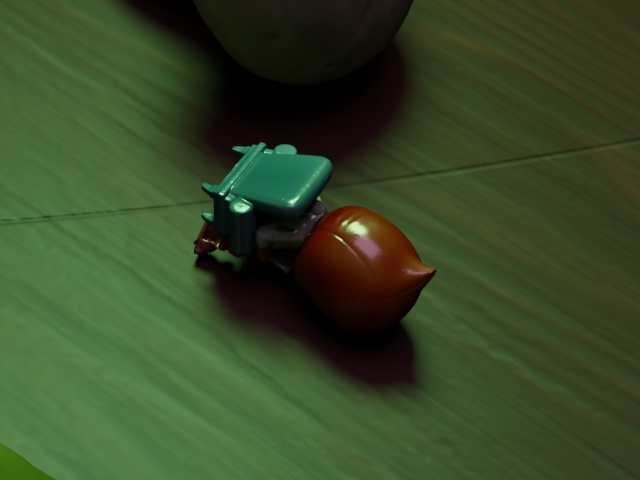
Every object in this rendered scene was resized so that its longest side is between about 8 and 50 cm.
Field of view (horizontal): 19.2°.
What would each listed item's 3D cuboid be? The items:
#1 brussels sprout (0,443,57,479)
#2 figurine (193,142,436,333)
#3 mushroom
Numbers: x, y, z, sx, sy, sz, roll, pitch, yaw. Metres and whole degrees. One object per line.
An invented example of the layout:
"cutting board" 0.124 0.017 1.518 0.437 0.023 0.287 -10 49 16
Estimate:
"brussels sprout" -0.171 0.187 0.687 0.344 0.268 0.344 12 41 -10
"figurine" 0.000 0.000 1.053 0.140 0.075 0.068 26 45 17
"mushroom" -0.033 -0.209 1.174 0.209 0.206 0.206 25 45 13
